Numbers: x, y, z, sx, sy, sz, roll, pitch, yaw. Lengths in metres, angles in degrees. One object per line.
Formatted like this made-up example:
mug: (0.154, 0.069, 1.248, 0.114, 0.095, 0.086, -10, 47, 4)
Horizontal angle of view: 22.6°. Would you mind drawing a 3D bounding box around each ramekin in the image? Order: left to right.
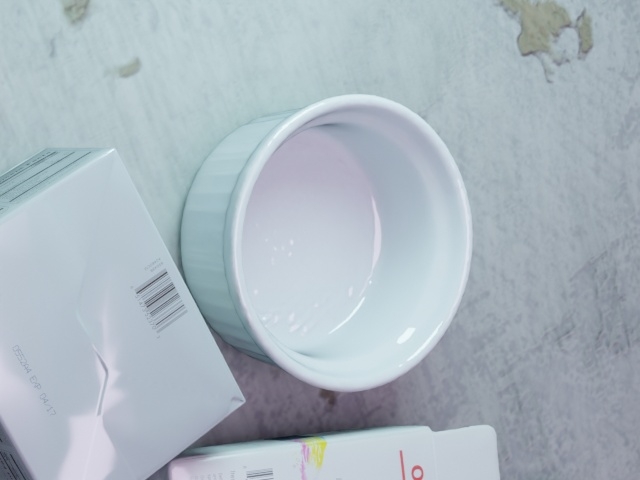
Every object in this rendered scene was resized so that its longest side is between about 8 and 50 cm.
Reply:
ramekin: (0.000, 0.000, 1.536, 0.277, 0.135, 0.277, -2, 94, -34)

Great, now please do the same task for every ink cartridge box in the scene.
ink cartridge box: (0.002, 0.289, 1.530, 0.353, 0.119, 0.207, -3, 86, -28)

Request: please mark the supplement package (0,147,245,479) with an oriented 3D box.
supplement package: (-0.227, 0.080, 1.377, 0.204, 0.145, 0.262, -36, 112, -27)
